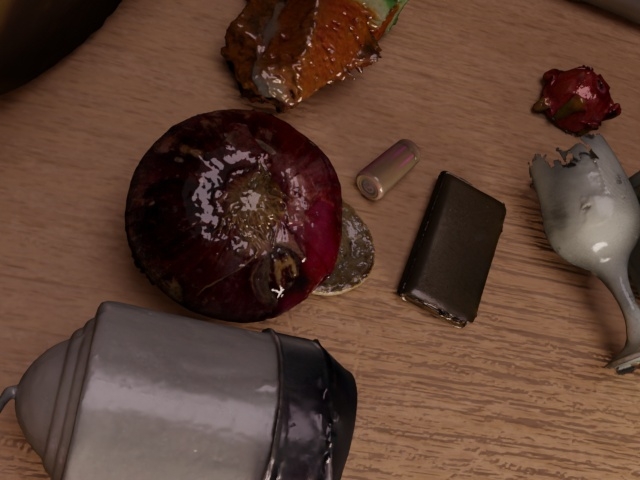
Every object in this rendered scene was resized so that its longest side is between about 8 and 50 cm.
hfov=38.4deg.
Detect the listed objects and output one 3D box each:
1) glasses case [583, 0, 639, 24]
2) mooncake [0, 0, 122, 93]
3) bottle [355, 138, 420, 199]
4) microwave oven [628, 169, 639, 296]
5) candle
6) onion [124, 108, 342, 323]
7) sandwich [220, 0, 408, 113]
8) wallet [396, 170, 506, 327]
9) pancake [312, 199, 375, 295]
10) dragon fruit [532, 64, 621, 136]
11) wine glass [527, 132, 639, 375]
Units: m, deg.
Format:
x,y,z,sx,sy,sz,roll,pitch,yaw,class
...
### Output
x,y,z,sx,sy,sz,roll,pitch,yaw,class
0.467,-0.437,1.497,0.308,0.083,0.128,17,57,-13,glasses case
-0.330,-0.356,0.971,0.246,0.394,0.393,34,85,-1,mooncake
0.091,-0.096,1.225,0.045,0.045,0.096,46,57,3,bottle
0.510,-0.006,1.278,0.129,0.163,0.205,-12,73,-24,microwave oven
-0.150,0.176,0.915,0.342,0.221,0.221,15,63,-13,candle
-0.098,-0.025,1.034,0.246,0.190,0.246,6,70,-17,onion
-0.018,-0.300,1.204,0.250,0.162,0.301,24,59,-5,sandwich
0.177,0.010,1.218,0.110,0.031,0.198,27,61,-9,wallet
0.001,-0.001,1.159,0.152,0.025,0.151,7,66,-17,pancake
0.393,-0.219,1.382,0.126,0.068,0.112,23,61,-12,dragon fruit
0.389,0.017,1.237,0.143,0.143,0.321,-10,69,-25,wine glass
